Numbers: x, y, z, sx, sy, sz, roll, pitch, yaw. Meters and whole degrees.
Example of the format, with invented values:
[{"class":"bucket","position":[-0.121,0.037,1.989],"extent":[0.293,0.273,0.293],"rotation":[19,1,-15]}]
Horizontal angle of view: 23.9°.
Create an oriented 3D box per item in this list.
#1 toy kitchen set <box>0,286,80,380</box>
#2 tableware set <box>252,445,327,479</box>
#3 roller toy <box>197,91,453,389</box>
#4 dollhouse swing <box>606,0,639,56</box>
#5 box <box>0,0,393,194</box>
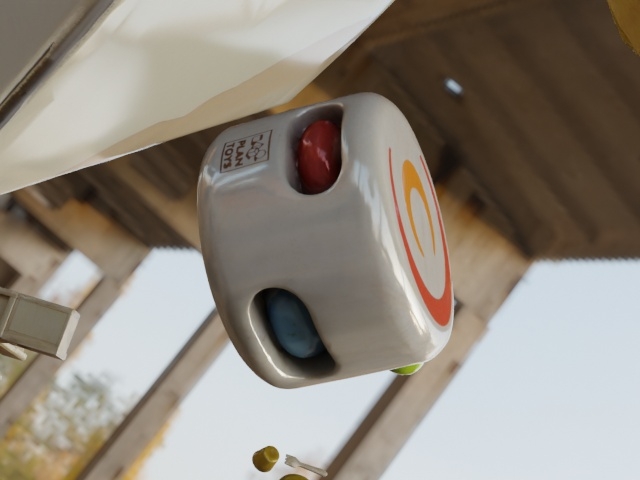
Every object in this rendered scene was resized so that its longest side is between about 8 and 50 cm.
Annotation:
[{"class":"toy kitchen set","position":[-0.202,0.079,1.032],"extent":[0.075,0.068,0.083],"rotation":[15,-14,13]},{"class":"tableware set","position":[-0.054,0.257,1.363],"extent":[0.104,0.154,0.024],"rotation":[25,-38,-17]},{"class":"roller toy","position":[0.000,0.000,1.053],"extent":[0.191,0.146,0.209],"rotation":[4,73,-74]},{"class":"dollhouse swing","position":[0.209,-0.237,0.349],"extent":[0.315,0.305,0.347],"rotation":[114,-45,-78]},{"class":"box","position":[-0.080,-0.123,0.599],"extent":[0.148,0.121,0.311],"rotation":[50,25,7]}]
